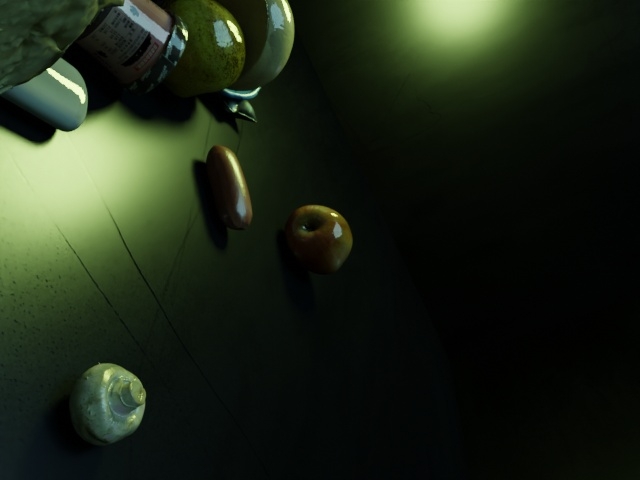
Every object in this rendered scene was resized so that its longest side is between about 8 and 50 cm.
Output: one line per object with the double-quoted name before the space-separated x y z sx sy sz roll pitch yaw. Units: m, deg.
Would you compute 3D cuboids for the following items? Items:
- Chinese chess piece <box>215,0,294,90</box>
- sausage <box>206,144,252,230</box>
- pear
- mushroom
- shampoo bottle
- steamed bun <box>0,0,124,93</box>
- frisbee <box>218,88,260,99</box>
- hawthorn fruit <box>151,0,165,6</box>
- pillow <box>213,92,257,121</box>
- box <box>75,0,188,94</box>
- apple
"Chinese chess piece" -0.172 -0.458 1.104 0.097 0.251 0.251 -8 75 -55
"sausage" -0.186 -0.108 1.019 0.077 0.077 0.194 30 39 -65
"pear" -0.245 -0.386 0.979 0.197 0.197 0.197 58 18 -31
"mushroom" -0.218 0.168 0.522 0.083 0.067 0.083 61 9 -17
"shampoo bottle" -0.372 -0.217 0.581 0.221 0.051 0.108 39 34 -61
"steamed bun" -0.297 -0.266 0.374 0.230 0.372 0.325 56 -14 -4
"frisbee" -0.253 -0.446 1.248 0.242 0.045 0.242 28 47 -34
"hawthorn fruit" -0.324 -0.538 1.012 0.185 0.185 0.202 56 38 -36
"pillow" -0.218 -0.349 1.282 0.135 0.055 0.091 5 69 -70
"box" -0.310 -0.329 0.788 0.135 0.151 0.151 33 36 -51
"apple" 0.000 0.000 1.322 0.199 0.199 0.199 58 18 -31
